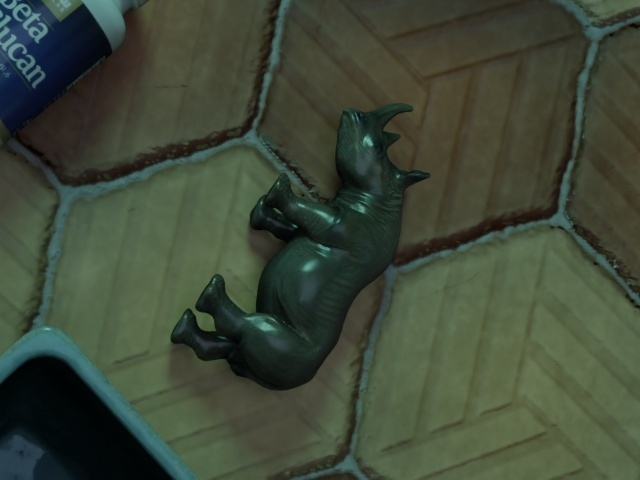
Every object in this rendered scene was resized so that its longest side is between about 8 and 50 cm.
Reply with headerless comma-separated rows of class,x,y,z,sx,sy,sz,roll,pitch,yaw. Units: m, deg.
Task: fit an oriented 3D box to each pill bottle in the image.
pill bottle,-0.196,-0.149,1.095,0.169,0.094,0.094,-42,98,-11

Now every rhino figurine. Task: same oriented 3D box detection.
rhino figurine,0.000,0.000,1.152,0.106,0.073,0.243,35,80,-7

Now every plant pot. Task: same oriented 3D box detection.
plant pot,-0.190,0.219,1.009,0.248,0.252,0.247,-43,98,-10
